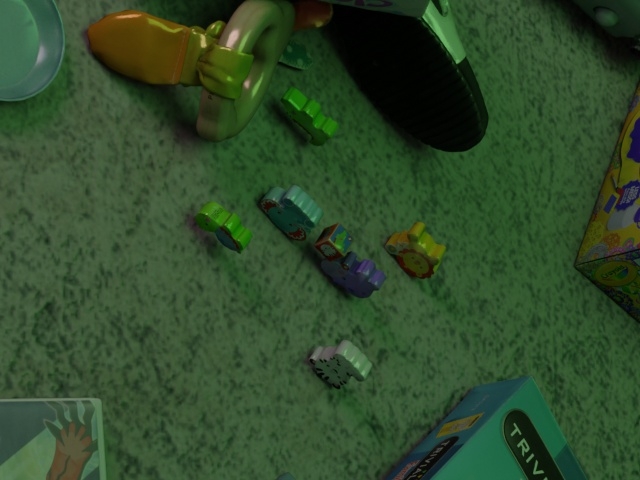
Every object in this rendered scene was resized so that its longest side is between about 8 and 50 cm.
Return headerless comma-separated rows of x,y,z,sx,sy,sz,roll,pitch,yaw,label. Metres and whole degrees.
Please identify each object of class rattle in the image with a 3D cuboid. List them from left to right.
-0.090,-0.175,1.657,0.200,0.142,0.130,-59,149,-49,rattle

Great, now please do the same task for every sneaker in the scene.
0.075,-0.241,1.744,0.146,0.122,0.330,-42,105,-37,sneaker

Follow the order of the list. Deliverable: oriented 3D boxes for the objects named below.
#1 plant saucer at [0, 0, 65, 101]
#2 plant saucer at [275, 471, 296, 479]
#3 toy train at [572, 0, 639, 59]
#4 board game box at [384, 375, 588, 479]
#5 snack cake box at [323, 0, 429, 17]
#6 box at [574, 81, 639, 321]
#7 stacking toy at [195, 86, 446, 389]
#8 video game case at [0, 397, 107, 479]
-0.259,-0.166,1.522,0.119,0.021,0.119,11,72,-37,plant saucer
-0.004,0.294,1.619,0.067,0.018,0.192,-32,100,-39,plant saucer
0.280,-0.327,1.933,0.334,0.142,0.190,37,70,-28,toy train
0.132,0.314,1.668,0.336,0.079,0.254,-40,105,-41,board game box
-0.027,-0.291,1.603,0.264,0.089,0.152,10,79,-2,snack cake box
0.450,-0.029,1.960,0.279,0.177,0.290,39,58,-25,box
0.000,0.000,1.677,0.221,0.052,0.167,48,53,-18,stacking toy
-0.240,0.220,1.443,0.183,0.023,0.201,3,77,-39,video game case
